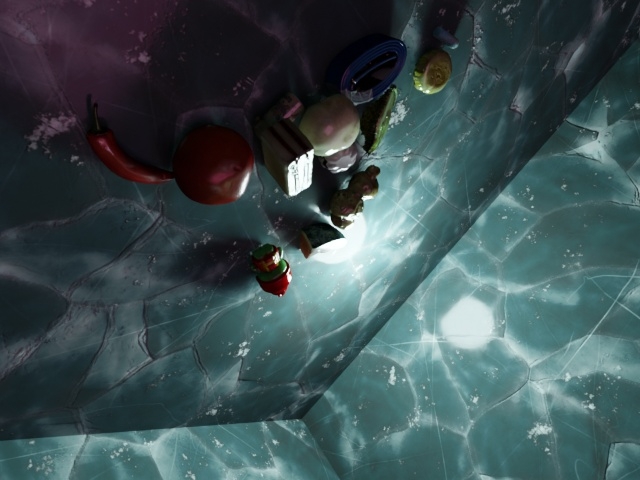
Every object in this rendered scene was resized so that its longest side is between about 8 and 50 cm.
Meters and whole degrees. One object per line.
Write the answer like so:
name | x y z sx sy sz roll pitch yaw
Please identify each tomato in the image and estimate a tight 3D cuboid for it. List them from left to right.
tomato | -0.374 -0.258 1.455 0.298 0.226 0.298 -28 140 -26

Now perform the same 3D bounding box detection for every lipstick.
lipstick | 0.577 -0.928 1.843 0.158 0.048 0.048 0 124 -43

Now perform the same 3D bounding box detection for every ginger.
ginger | 0.175 -0.224 2.045 0.375 0.176 0.256 -52 160 7

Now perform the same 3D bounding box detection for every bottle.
bottle | -0.168 -0.471 1.549 0.209 0.097 0.110 -44 127 -1

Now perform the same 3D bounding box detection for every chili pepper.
chili pepper | -0.639 -0.277 1.325 0.137 0.092 0.368 -59 151 -12

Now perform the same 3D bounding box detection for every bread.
bread | 0.517 -0.788 1.872 0.213 0.105 0.213 -21 134 -23

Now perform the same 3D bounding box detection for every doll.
doll | -0.234 0.175 2.037 0.182 0.160 0.363 -37 143 -21

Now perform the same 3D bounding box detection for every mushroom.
mushroom | 0.021 -0.470 1.608 0.254 0.234 0.260 -52 148 17

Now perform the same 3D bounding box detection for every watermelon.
watermelon | 0.000 0.000 2.147 0.226 0.148 0.318 -40 160 24

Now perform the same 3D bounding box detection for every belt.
belt | 0.188 -0.700 1.647 0.347 0.117 0.212 -37 141 -11

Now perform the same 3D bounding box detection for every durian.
durian | 0.251 -0.543 1.855 0.132 0.106 0.375 -6 127 -42

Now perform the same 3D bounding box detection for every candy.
candy | -0.128 -0.313 1.572 0.135 0.179 0.320 -34 168 -14

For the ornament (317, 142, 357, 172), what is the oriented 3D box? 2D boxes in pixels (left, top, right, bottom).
ornament | 0.072 -0.398 1.800 0.177 0.177 0.177 -25 138 -24
